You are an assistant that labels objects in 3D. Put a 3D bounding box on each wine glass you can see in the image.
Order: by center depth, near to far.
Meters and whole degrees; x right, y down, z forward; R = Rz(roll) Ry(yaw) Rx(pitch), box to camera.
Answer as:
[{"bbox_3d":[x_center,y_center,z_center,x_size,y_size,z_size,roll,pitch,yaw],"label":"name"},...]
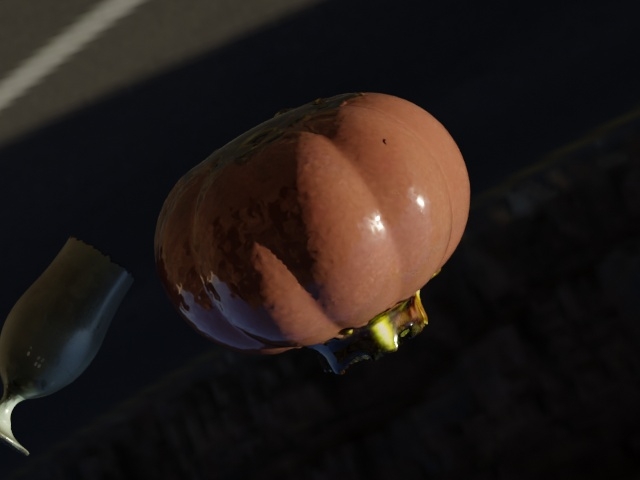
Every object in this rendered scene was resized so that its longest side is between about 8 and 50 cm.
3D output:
[{"bbox_3d":[-0.261,0.098,1.878,0.202,0.093,0.093,-59,172,-12],"label":"wine glass"}]

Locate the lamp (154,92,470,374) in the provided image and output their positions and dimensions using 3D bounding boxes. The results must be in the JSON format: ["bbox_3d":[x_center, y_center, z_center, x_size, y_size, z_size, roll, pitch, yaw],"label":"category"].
[{"bbox_3d":[0.000,0.000,1.803,0.305,0.240,0.305,-28,-172,4],"label":"lamp"}]
